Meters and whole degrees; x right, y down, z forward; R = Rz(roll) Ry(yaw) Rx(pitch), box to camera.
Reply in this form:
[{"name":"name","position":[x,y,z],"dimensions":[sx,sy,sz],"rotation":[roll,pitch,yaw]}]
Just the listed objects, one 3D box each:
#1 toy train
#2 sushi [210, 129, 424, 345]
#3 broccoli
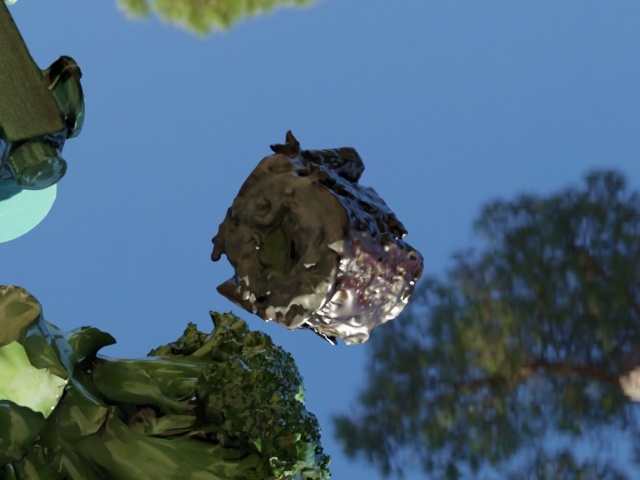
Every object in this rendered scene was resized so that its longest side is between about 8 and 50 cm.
[{"name":"toy train","position":[-0.253,-0.118,1.237],"dimensions":[0.101,0.159,0.248],"rotation":[-10,-121,-32]},{"name":"sushi","position":[0.000,0.002,0.933],"dimensions":[0.094,0.084,0.098],"rotation":[38,-77,37]},{"name":"broccoli","position":[-0.130,0.140,1.036],"dimensions":[0.270,0.270,0.270],"rotation":[-25,-151,15]}]
